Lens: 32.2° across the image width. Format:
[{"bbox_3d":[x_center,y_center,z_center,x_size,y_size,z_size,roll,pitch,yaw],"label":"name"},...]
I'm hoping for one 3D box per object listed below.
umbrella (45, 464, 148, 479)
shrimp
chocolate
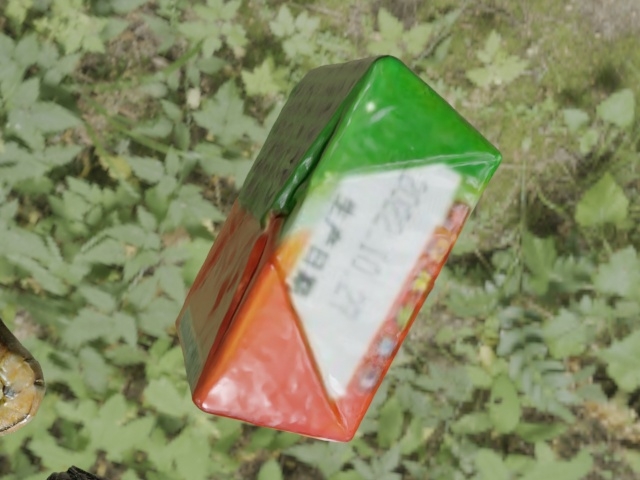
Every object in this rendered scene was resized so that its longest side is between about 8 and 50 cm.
[{"bbox_3d":[-0.363,0.477,2.034,0.326,0.090,0.094,6,160,22],"label":"umbrella"},{"bbox_3d":[-0.572,0.215,1.866,0.178,0.289,0.075,-47,160,4],"label":"shrimp"},{"bbox_3d":[0.000,0.000,1.102,0.161,0.360,0.341,28,91,-12],"label":"chocolate"}]
